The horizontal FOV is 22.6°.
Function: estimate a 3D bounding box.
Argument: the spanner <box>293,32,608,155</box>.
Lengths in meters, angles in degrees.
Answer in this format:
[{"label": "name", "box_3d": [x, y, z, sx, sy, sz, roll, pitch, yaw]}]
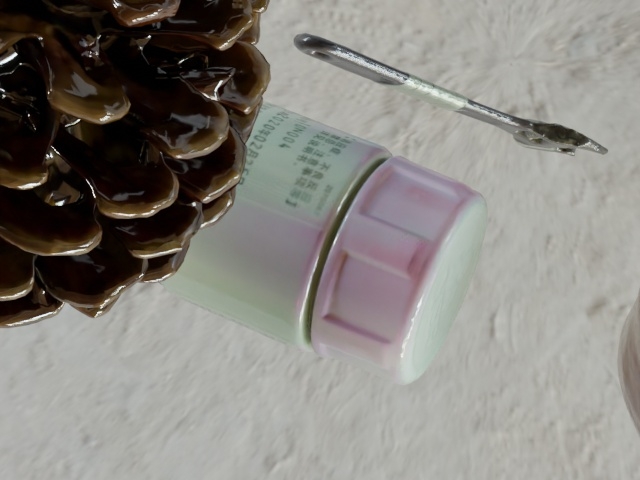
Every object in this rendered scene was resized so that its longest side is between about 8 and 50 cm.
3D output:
[{"label": "spanner", "box_3d": [0.109, -0.113, 1.279, 0.315, 0.087, 0.024, 17, 92, -38]}]

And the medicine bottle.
[{"label": "medicine bottle", "box_3d": [0.000, 0.000, 0.949, 0.168, 0.135, 0.135, 23, 99, 17]}]

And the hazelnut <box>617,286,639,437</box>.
[{"label": "hazelnut", "box_3d": [0.269, 0.061, 0.975, 0.210, 0.186, 0.210, 2, 95, 26]}]

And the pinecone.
[{"label": "pinecone", "box_3d": [-0.088, -0.068, 0.489, 0.163, 0.163, 0.165, 35, 139, 2]}]
